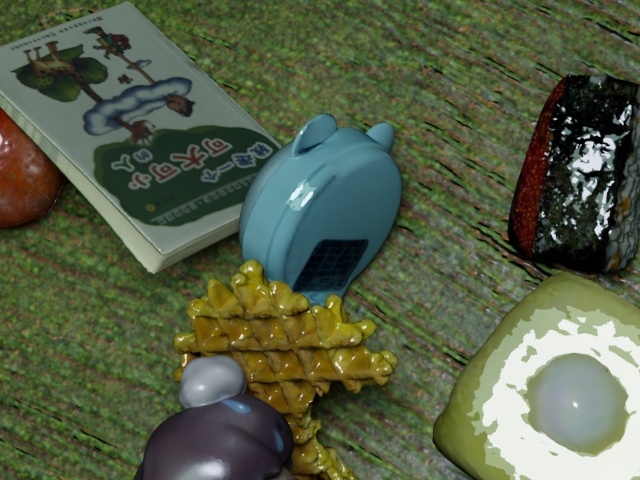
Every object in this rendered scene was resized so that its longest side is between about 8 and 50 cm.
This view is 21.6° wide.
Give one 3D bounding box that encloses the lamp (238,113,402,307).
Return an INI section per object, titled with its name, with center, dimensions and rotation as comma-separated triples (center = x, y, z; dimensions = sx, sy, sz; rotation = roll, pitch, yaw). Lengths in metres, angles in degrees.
[lamp]
center = -0.009, -0.005, 1.904
dimensions = 0.147, 0.209, 0.284
rotation = 15, 98, 37

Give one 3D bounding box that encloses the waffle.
[waffle]
center = -0.044, 0.153, 1.849
dimensions = 0.260, 0.293, 0.069
rotation = 30, 42, 13

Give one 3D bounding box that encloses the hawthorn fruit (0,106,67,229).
[hawthorn fruit]
center = -0.392, -0.100, 2.050
dimensions = 0.173, 0.173, 0.173
rotation = -4, 73, 14

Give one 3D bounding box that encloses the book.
[book]
center = -0.214, -0.138, 2.001
dimensions = 0.260, 0.043, 0.371
rotation = -28, 62, -39

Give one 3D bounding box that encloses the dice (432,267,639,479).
[dice]
center = 0.275, 0.188, 1.749
dimensions = 0.227, 0.233, 0.238
rotation = 35, 86, 20

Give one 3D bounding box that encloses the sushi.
[sushi]
center = 0.302, -0.071, 1.870
dimensions = 0.126, 0.136, 0.225
rotation = 18, 84, 28

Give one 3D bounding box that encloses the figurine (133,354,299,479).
[figurine]
center = -0.042, 0.310, 1.742
dimensions = 0.365, 0.206, 0.218
rotation = 32, 50, 19
